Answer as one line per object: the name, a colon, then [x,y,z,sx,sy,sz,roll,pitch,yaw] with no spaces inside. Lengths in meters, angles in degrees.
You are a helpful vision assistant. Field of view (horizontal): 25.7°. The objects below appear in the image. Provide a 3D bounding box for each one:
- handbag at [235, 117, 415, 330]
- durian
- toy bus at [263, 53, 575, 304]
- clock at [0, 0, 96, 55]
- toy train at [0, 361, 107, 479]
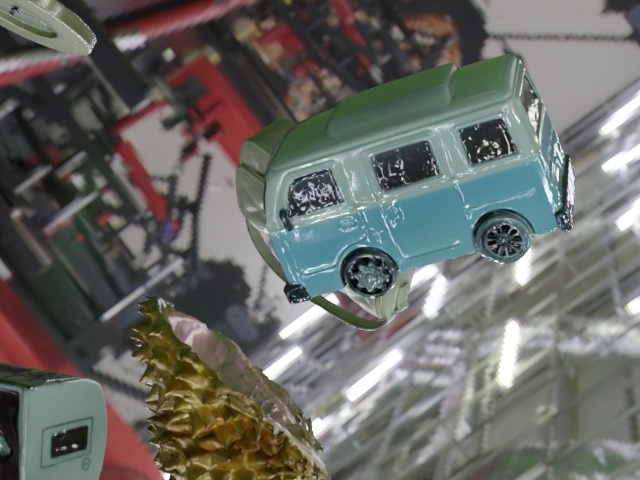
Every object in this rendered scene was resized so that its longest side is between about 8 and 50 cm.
handbag: [0.000,0.000,1.614,0.079,0.256,0.219,-34,148,-34]
durian: [-0.139,0.161,1.604,0.185,0.305,0.195,-30,143,-8]
toy bus: [0.076,-0.058,1.256,0.271,0.164,0.133,-16,-156,19]
clock: [-0.413,-0.321,1.909,0.029,0.235,0.235,-65,-172,-9]
toy train: [-0.331,0.104,0.959,0.407,0.086,0.088,6,-171,29]
